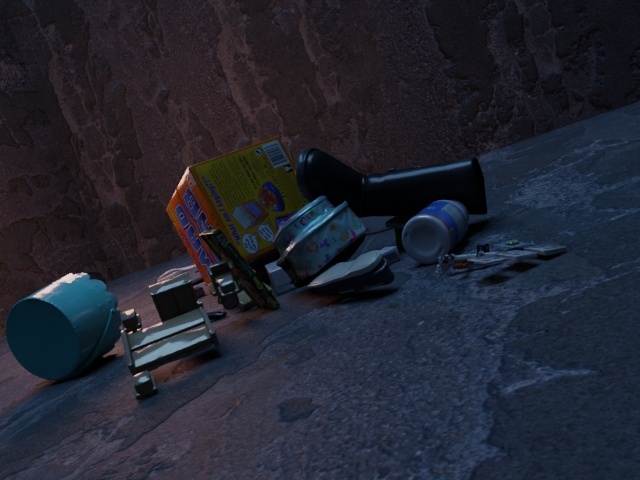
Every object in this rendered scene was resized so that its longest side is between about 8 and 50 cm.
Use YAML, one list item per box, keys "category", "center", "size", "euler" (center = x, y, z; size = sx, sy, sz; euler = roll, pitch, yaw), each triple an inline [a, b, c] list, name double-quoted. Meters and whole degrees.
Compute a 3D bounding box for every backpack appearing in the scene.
- category: "backpack"
  center: [0.000, 0.000, 1.670]
  size: [0.225, 0.191, 0.253]
  euler: [-37, 2, -19]

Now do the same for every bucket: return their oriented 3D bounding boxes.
- category: "bucket"
  center: [-0.717, 0.244, 1.793]
  size: [0.281, 0.281, 0.183]
  euler: [-17, 9, 22]

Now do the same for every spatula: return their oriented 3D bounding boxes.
- category: "spatula"
  center: [-0.400, 0.241, 1.850]
  size: [0.296, 0.030, 0.084]
  euler: [-17, 9, 20]

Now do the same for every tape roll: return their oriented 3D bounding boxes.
- category: "tape roll"
  center: [0.237, -0.142, 2.348]
  size: [0.246, 0.169, 0.246]
  euler: [-21, 7, 3]

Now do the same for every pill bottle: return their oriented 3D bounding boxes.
- category: "pill bottle"
  center: [0.297, -0.032, 1.607]
  size: [0.124, 0.124, 0.221]
  euler: [-15, 9, 32]

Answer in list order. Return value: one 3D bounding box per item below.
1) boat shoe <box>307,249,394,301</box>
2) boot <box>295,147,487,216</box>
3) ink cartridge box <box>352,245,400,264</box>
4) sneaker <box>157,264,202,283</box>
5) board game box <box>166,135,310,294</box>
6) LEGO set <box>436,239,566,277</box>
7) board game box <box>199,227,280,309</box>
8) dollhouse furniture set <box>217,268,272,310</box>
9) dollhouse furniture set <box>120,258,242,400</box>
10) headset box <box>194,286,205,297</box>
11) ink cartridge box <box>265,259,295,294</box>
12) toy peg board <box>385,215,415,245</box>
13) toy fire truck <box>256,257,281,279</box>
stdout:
- category: "boat shoe"
  center: [0.069, 0.091, 1.493]
  size: [0.254, 0.079, 0.095]
  euler: [-25, 19, 45]
- category: "boot"
  center: [0.202, -0.157, 1.728]
  size: [0.444, 0.146, 0.367]
  euler: [0, -13, 25]
- category: "ink cartridge box"
  center: [0.115, 0.057, 1.758]
  size: [0.145, 0.045, 0.179]
  euler: [-23, 11, -21]
- category: "sneaker"
  center: [-0.551, 0.154, 2.688]
  size: [0.258, 0.094, 0.091]
  euler: [-16, -11, -4]
- category: "board game box"
  center: [-0.265, -0.084, 2.222]
  size: [0.356, 0.357, 0.356]
  euler: [-25, -8, -32]
- category: "LEGO set"
  center: [0.360, 0.041, 1.332]
  size: [0.182, 0.060, 0.244]
  euler: [-10, 6, -16]
- category: "board game box"
  center: [-0.214, 0.076, 1.691]
  size: [0.030, 0.260, 0.136]
  euler: [-41, 14, -17]
- category: "dollhouse furniture set"
  center: [-0.228, 0.174, 1.886]
  size: [0.151, 0.123, 0.144]
  euler: [29, 38, 31]
- category: "dollhouse furniture set"
  center: [-0.288, 0.240, 1.504]
  size: [0.303, 0.174, 0.355]
  euler: [-20, 32, -12]
- category: "headset box"
  center: [-0.466, 0.197, 2.307]
  size: [0.083, 0.032, 0.062]
  euler: [-26, 9, -29]
- category: "ink cartridge box"
  center: [-0.090, 0.094, 1.912]
  size: [0.127, 0.072, 0.175]
  euler: [-21, 7, -8]
- category: "toy peg board"
  center: [0.302, -0.037, 1.879]
  size: [0.160, 0.079, 0.161]
  euler: [7, 25, 39]
- category: "toy fire truck"
  center: [-0.197, 0.112, 2.149]
  size: [0.135, 0.047, 0.192]
  euler: [-22, 5, 12]
